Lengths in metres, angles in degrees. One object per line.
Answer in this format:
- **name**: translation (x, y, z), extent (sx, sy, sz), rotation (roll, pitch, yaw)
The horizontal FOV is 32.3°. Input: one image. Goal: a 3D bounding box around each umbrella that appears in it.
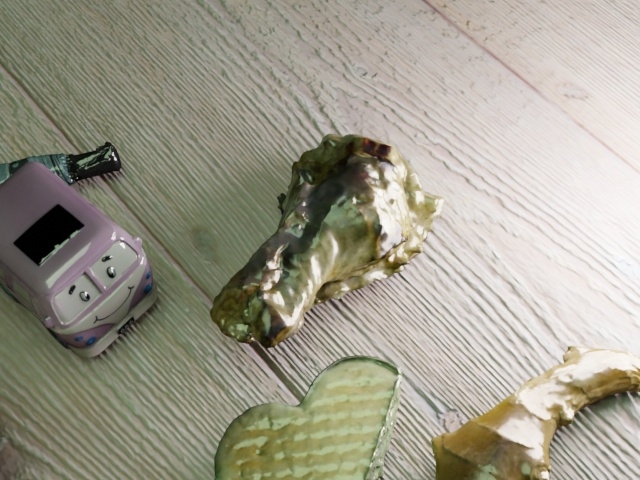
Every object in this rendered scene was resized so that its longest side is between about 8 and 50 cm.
- **umbrella**: translation (-0.375, -0.073, 1.395), extent (0.251, 0.053, 0.052), rotation (-13, 65, -4)

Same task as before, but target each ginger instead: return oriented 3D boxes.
- **ginger**: translation (0.230, 0.198, 1.147), extent (0.295, 0.086, 0.131), rotation (-31, 38, -19)

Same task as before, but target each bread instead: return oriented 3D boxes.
- **bread**: translation (0.007, 0.224, 1.159), extent (0.232, 0.064, 0.172), rotation (-30, 60, -11)

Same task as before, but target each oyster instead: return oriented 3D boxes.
- **oyster**: translation (-0.006, -0.005, 1.269), extent (0.198, 0.133, 0.337), rotation (27, 59, 29)

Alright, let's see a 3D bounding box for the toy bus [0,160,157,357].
- **toy bus**: translation (-0.299, 0.023, 1.271), extent (0.202, 0.142, 0.142), rotation (37, 68, 25)
